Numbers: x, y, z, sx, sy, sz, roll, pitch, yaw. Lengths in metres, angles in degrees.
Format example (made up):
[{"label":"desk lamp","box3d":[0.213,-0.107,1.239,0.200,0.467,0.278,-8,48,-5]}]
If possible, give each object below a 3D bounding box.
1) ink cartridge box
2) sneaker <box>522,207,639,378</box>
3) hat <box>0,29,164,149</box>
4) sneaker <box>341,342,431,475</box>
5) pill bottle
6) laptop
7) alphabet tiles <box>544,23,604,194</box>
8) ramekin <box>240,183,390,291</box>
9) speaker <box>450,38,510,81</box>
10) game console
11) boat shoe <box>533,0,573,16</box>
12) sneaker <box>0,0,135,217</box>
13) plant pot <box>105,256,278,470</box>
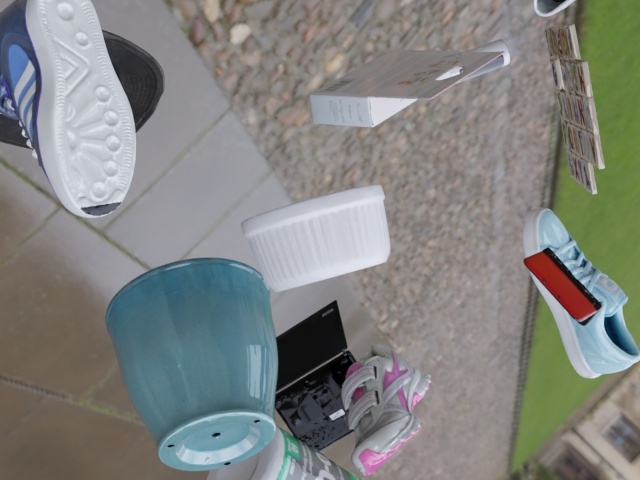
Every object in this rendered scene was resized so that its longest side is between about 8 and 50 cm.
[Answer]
[{"label":"ink cartridge box","box3d":[0.154,-0.264,1.699,0.275,0.238,0.060,-36,126,-45]},{"label":"sneaker","box3d":[0.530,0.091,1.956,0.150,0.366,0.135,-19,-170,43]},{"label":"hat","box3d":[-0.429,-0.280,1.622,0.331,0.134,0.331,-12,148,-8]},{"label":"sneaker","box3d":[0.073,0.229,1.375,0.103,0.111,0.252,-47,-176,21]},{"label":"pill bottle","box3d":[-0.026,0.511,1.891,0.361,0.204,0.204,37,99,-29]},{"label":"laptop","box3d":[0.005,0.322,2.311,0.234,0.264,0.136,-34,-177,18]},{"label":"alphabet tiles","box3d":[0.302,-0.156,1.173,0.009,0.198,0.237,-11,-170,7]},{"label":"ramekin","box3d":[0.000,0.000,1.389,0.207,0.109,0.207,-15,178,0]},{"label":"speaker","box3d":[0.302,-0.351,1.957,0.136,0.055,0.055,-20,156,-8]},{"label":"game console","box3d":[0.413,0.093,1.739,0.085,0.144,0.124,-32,160,-21]},{"label":"boat shoe","box3d":[0.391,-0.418,1.415,0.084,0.095,0.258,-58,178,-36]},{"label":"sneaker","box3d":[-0.373,-0.172,1.357,0.130,0.323,0.236,-11,177,-39]},{"label":"plant pot","box3d":[-0.182,0.209,1.549,0.271,0.255,0.272,-12,145,-9]}]
